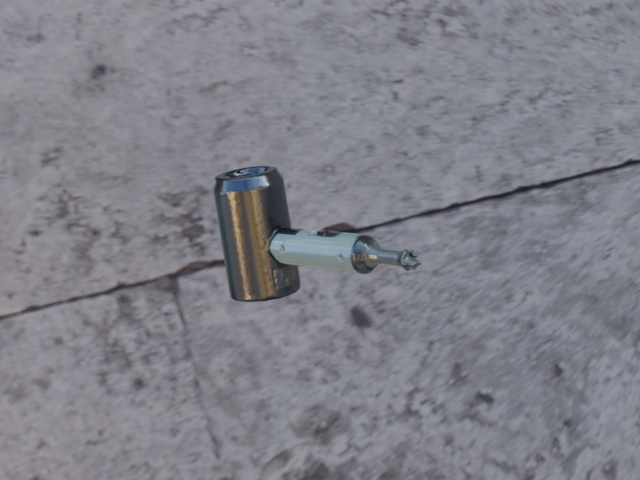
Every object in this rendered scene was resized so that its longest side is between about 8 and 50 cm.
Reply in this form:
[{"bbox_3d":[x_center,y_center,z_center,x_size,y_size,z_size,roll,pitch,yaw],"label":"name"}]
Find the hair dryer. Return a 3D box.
[{"bbox_3d":[0.000,0.000,1.113,0.198,0.057,0.100,7,111,43],"label":"hair dryer"}]
